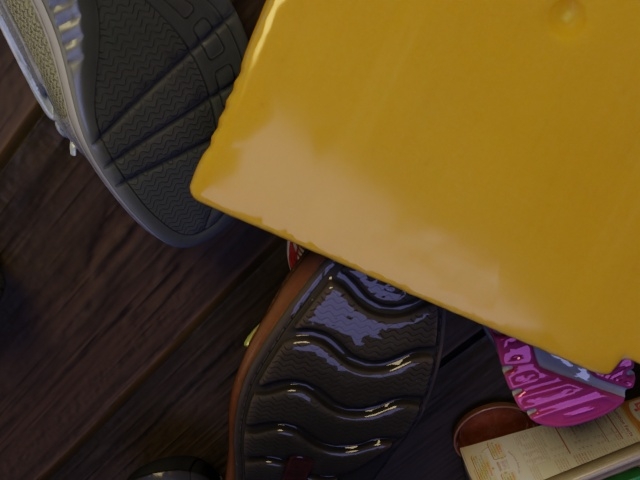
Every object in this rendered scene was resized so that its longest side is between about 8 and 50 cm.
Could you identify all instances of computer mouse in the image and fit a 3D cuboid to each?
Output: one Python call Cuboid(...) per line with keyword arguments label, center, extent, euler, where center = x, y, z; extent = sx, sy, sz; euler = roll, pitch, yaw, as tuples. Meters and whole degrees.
Cuboid(label="computer mouse", center=(-0.166, 0.292, 0.660), extent=(0.184, 0.060, 0.262), euler=(-16, 133, 2))

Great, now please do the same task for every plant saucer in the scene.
Cuboid(label="plant saucer", center=(0.171, 0.189, 0.640), extent=(0.083, 0.013, 0.083), euler=(-2, 121, -3))

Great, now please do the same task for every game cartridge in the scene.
Cuboid(label="game cartridge", center=(0.122, -0.115, 0.349), extent=(0.285, 0.053, 0.324), euler=(24, 99, -7))

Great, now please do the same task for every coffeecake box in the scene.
Cuboid(label="coffeecake box", center=(0.242, 0.244, 0.634), extent=(0.185, 0.068, 0.142), euler=(-16, 125, 1))

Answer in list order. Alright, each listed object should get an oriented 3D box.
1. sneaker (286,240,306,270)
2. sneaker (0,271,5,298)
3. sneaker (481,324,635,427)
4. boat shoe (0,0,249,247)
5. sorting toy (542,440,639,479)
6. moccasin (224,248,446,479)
Cuboid(label="sneaker", center=(0.000, 0.000, 0.482), extent=(0.042, 0.067, 0.118), euler=(6, 119, -8))
Cuboid(label="sneaker", center=(-0.380, -0.008, 0.435), extent=(0.121, 0.111, 0.300), euler=(-38, 114, 23))
Cuboid(label="sneaker", center=(0.135, 0.004, 0.477), extent=(0.103, 0.111, 0.252), euler=(-20, 98, 10))
Cuboid(label="boat shoe", center=(-0.131, -0.139, 0.379), extent=(0.118, 0.103, 0.320), euler=(-40, 127, -21))
Cuboid(label="sorting toy", center=(0.305, 0.240, 0.571), extent=(0.347, 0.047, 0.196), euler=(-25, 123, 7))
Cuboid(label="moccasin", center=(0.001, 0.128, 0.522), extent=(0.139, 0.147, 0.380), euler=(8, 128, -3))
